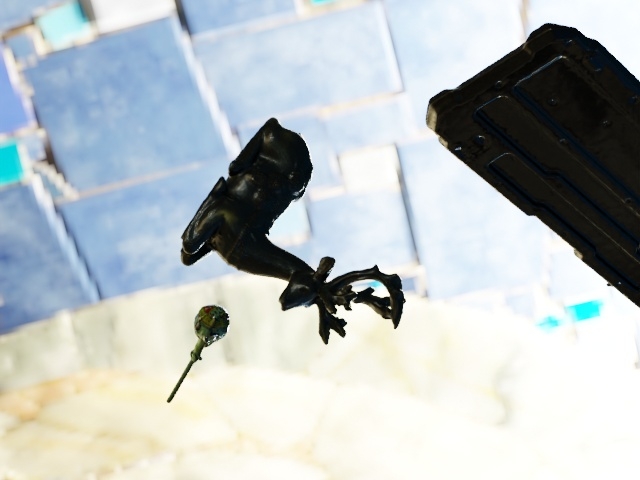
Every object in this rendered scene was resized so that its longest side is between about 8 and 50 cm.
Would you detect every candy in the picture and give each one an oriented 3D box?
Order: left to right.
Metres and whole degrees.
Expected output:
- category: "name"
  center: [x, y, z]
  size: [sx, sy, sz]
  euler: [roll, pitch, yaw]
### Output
- category: "candy"
  center: [-0.083, 0.075, 1.130]
  size: [0.083, 0.023, 0.025]
  euler: [-59, -157, 26]

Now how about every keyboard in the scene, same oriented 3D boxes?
- category: "keyboard"
  center: [0.168, -0.029, 0.979]
  size: [0.262, 0.106, 0.016]
  euler: [36, 32, -38]

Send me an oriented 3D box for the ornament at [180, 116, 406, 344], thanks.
- category: "ornament"
  center: [0.000, 0.000, 1.816]
  size: [0.202, 0.236, 0.080]
  euler: [-55, 170, -31]
